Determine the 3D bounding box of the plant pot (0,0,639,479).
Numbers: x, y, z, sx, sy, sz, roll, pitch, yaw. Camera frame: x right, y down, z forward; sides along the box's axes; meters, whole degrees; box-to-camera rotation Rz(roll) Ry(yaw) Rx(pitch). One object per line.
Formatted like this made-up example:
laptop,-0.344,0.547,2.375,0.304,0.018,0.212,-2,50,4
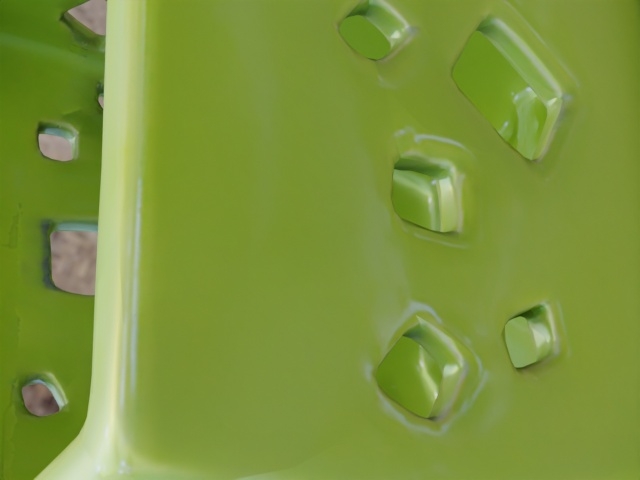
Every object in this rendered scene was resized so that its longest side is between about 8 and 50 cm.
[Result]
plant pot,0.000,0.000,0.500,0.207,0.228,0.227,10,154,-25
